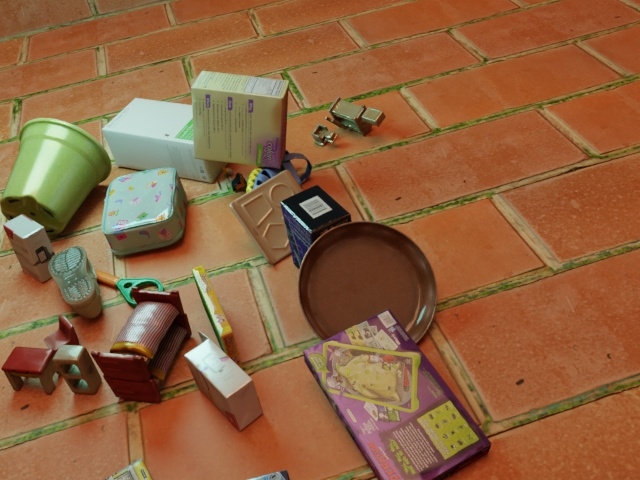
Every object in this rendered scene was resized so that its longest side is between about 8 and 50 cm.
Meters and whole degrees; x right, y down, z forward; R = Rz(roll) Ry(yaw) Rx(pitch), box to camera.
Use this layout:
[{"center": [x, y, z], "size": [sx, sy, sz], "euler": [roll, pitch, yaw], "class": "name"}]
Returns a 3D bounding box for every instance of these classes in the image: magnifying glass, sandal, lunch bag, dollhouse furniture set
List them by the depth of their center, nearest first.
[{"center": [-0.499, 0.220, 1.493], "size": [0.374, 0.152, 0.201], "euler": [2, 42, 14], "class": "dollhouse furniture set"}, {"center": [-0.493, 0.116, 1.716], "size": [0.231, 0.026, 0.092], "euler": [17, 47, 26], "class": "magnifying glass"}, {"center": [-0.492, -0.085, 1.881], "size": [0.224, 0.108, 0.279], "euler": [-15, 39, 2], "class": "lunch bag"}, {"center": [-0.115, -0.162, 1.890], "size": [0.138, 0.126, 0.317], "euler": [7, 44, 13], "class": "sandal"}, {"center": [0.095, -0.332, 2.091], "size": [0.182, 0.101, 0.161], "euler": [28, 77, 35], "class": "dollhouse furniture set"}]

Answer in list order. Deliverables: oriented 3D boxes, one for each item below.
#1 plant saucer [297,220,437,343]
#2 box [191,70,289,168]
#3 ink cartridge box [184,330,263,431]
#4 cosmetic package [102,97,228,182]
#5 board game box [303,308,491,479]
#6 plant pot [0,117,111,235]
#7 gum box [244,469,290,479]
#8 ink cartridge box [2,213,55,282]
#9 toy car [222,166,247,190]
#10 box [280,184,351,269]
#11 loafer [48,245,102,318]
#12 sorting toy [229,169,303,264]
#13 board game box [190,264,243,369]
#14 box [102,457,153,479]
[{"center": [0.100, 0.110, 1.483], "size": [0.310, 0.050, 0.310], "euler": [3, 73, -9], "class": "plant saucer"}, {"center": [-0.215, -0.327, 1.832], "size": [0.243, 0.213, 0.117], "euler": [7, 37, 3], "class": "box"}, {"center": [-0.210, 0.284, 1.391], "size": [0.067, 0.115, 0.198], "euler": [-33, 45, -25], "class": "ink cartridge box"}, {"center": [-0.460, -0.314, 2.106], "size": [0.365, 0.155, 0.197], "euler": [11, 47, 20], "class": "cosmetic package"}, {"center": [0.138, 0.307, 1.303], "size": [0.208, 0.056, 0.347], "euler": [-21, 52, -19], "class": "board game box"}, {"center": [-0.778, -0.162, 1.940], "size": [0.276, 0.276, 0.254], "euler": [3, 54, 14], "class": "plant pot"}, {"center": [-0.133, 0.500, 1.181], "size": [0.184, 0.041, 0.157], "euler": [-14, 40, -4], "class": "gum box"}, {"center": [-0.757, 0.021, 1.780], "size": [0.109, 0.150, 0.063], "euler": [24, 47, 33], "class": "ink cartridge box"}, {"center": [-0.248, -0.195, 2.004], "size": [0.040, 0.060, 0.122], "euler": [6, 38, -33], "class": "toy car"}, {"center": [0.000, 0.000, 1.607], "size": [0.108, 0.207, 0.153], "euler": [-26, 42, -19], "class": "box"}, {"center": [-0.611, 0.107, 1.695], "size": [0.102, 0.092, 0.268], "euler": [-22, 37, -14], "class": "loafer"}, {"center": [-0.109, -0.061, 1.761], "size": [0.208, 0.038, 0.193], "euler": [-34, 88, -28], "class": "sorting toy"}, {"center": [-0.237, 0.167, 1.525], "size": [0.039, 0.124, 0.259], "euler": [-22, 42, -15], "class": "board game box"}, {"center": [-0.343, 0.520, 1.197], "size": [0.159, 0.044, 0.233], "euler": [-27, 43, -19], "class": "box"}]
